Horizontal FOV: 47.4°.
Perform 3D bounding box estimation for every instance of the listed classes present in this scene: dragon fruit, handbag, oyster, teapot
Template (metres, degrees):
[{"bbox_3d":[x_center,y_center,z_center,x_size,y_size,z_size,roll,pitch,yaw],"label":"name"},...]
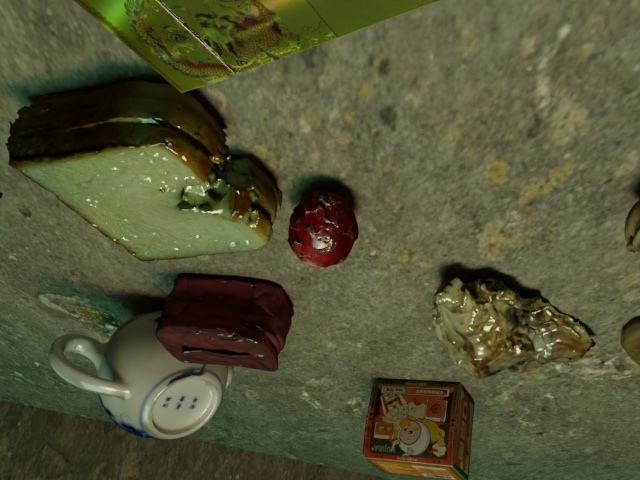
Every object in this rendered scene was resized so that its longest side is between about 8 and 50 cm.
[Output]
[{"bbox_3d":[0.000,0.000,0.962,0.094,0.094,0.190,13,158,-2],"label":"dragon fruit"},{"bbox_3d":[-0.164,0.146,1.262,0.225,0.135,0.146,5,148,17],"label":"handbag"},{"bbox_3d":[0.279,0.158,1.139,0.354,0.107,0.201,31,144,-34],"label":"oyster"},{"bbox_3d":[-0.323,0.244,1.436,0.424,0.252,0.280,11,-159,-41],"label":"teapot"}]

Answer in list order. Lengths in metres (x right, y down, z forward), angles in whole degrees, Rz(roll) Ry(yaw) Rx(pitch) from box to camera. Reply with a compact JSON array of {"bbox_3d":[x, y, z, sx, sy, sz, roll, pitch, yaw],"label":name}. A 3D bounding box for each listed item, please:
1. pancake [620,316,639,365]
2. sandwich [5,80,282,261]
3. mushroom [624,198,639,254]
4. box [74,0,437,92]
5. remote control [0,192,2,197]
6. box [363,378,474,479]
[{"bbox_3d":[0.575,0.160,1.085,0.236,0.042,0.222,3,150,16],"label":"pancake"},{"bbox_3d":[-0.200,-0.074,0.887,0.249,0.095,0.273,-3,151,27],"label":"sandwich"},{"bbox_3d":[0.502,-0.013,0.688,0.397,0.126,0.177,-12,135,39],"label":"mushroom"},{"bbox_3d":[-0.063,-0.221,0.597,0.311,0.043,0.173,-8,148,36],"label":"box"},{"bbox_3d":[-0.529,-0.084,1.094,0.039,0.014,0.096,-11,144,39],"label":"remote control"},{"bbox_3d":[0.214,0.405,1.563,0.194,0.178,0.148,-2,151,26],"label":"box"}]
